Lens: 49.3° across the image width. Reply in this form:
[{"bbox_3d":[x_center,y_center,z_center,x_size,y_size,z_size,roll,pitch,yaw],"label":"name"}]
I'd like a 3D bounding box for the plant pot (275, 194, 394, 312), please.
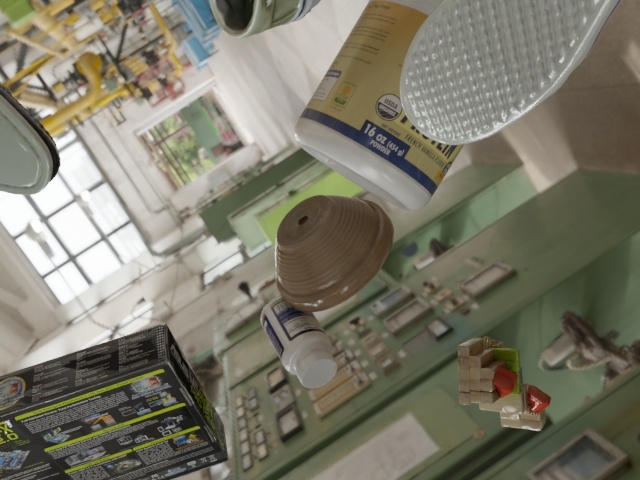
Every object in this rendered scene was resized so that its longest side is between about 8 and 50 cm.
[{"bbox_3d":[0.000,0.000,1.221,0.110,0.237,0.237,47,-178,-32],"label":"plant pot"}]

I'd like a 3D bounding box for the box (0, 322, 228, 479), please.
[{"bbox_3d":[-0.268,0.223,0.816,0.060,0.270,0.216,-110,2,-48],"label":"box"}]

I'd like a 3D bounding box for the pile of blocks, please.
[{"bbox_3d":[0.377,0.274,1.350,0.362,0.112,0.149,37,-122,-52],"label":"pile of blocks"}]

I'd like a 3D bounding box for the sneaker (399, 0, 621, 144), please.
[{"bbox_3d":[0.180,-0.188,0.509,0.102,0.161,0.282,46,132,3],"label":"sneaker"}]

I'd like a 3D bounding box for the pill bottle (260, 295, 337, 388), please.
[{"bbox_3d":[-0.036,0.181,1.249,0.169,0.094,0.094,54,175,46],"label":"pill bottle"}]

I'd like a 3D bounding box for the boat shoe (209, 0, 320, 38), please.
[{"bbox_3d":[-0.042,-0.291,0.502,0.109,0.094,0.302,18,136,23],"label":"boat shoe"}]

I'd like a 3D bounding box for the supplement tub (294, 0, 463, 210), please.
[{"bbox_3d":[0.130,-0.227,1.019,0.228,0.316,0.228,31,-178,-1],"label":"supplement tub"}]

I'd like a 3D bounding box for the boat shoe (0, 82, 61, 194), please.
[{"bbox_3d":[-0.393,-0.159,0.761,0.302,0.114,0.091,36,-152,5],"label":"boat shoe"}]
